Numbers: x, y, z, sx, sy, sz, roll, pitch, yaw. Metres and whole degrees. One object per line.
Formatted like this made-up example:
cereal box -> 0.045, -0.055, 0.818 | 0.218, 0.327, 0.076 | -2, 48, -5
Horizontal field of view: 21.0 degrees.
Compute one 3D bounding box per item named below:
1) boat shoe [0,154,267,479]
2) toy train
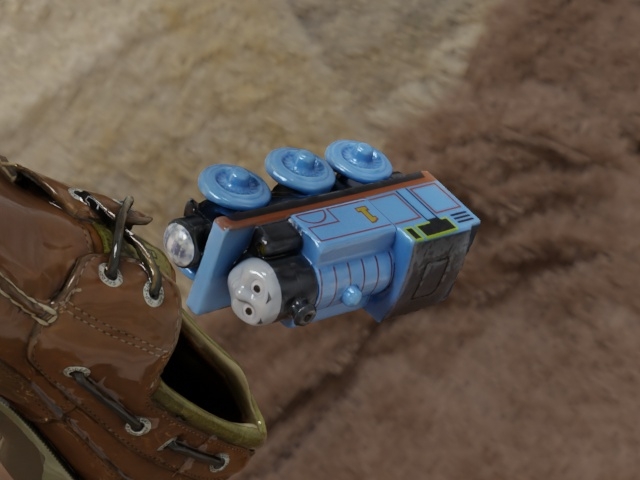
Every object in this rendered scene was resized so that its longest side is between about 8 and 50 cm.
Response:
boat shoe -> -0.109, 0.016, 0.701 | 0.104, 0.111, 0.307 | -19, 146, 7
toy train -> 0.000, 0.000, 0.988 | 0.184, 0.105, 0.080 | -14, 135, -42
